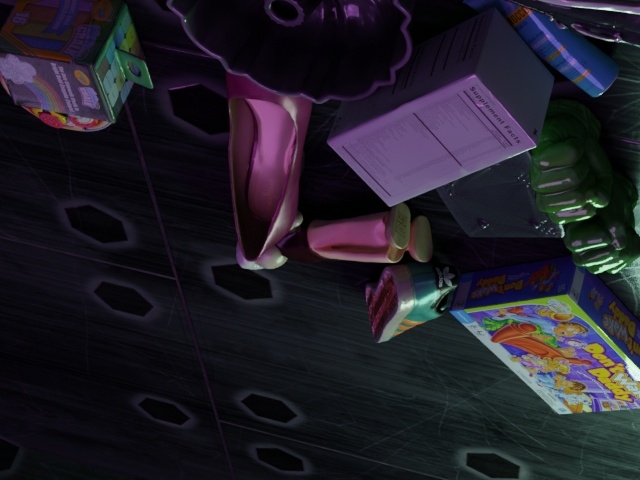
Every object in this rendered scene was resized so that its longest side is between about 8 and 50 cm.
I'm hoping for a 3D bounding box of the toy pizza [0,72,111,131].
[{"bbox_3d":[-0.422,-0.231,2.225,0.201,0.032,0.201,15,150,9],"label":"toy pizza"}]

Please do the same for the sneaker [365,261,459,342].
[{"bbox_3d":[0.153,0.103,2.353,0.121,0.108,0.302,-8,169,-11],"label":"sneaker"}]

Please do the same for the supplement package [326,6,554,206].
[{"bbox_3d":[0.154,-0.166,1.784,0.244,0.134,0.139,-22,125,39],"label":"supplement package"}]

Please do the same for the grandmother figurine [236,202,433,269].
[{"bbox_3d":[0.000,0.000,2.279,0.342,0.104,0.208,-7,148,37],"label":"grandmother figurine"}]

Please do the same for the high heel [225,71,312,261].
[{"bbox_3d":[-0.086,-0.130,2.041,0.127,0.181,0.377,10,149,17],"label":"high heel"}]

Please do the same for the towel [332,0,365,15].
[{"bbox_3d":[0.059,-0.295,1.858,0.083,0.009,0.060,7,147,20],"label":"towel"}]

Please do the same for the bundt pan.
[{"bbox_3d":[-0.026,-0.325,1.736,0.331,0.124,0.331,15,147,10],"label":"bundt pan"}]

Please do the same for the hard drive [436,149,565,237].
[{"bbox_3d":[0.242,-0.096,1.984,0.172,0.054,0.254,0,144,31],"label":"hard drive"}]

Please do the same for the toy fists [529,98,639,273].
[{"bbox_3d":[0.367,-0.062,1.924,0.096,0.142,0.279,-2,144,33],"label":"toy fists"}]

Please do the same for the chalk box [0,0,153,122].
[{"bbox_3d":[-0.340,-0.266,2.023,0.213,0.132,0.132,11,148,14],"label":"chalk box"}]

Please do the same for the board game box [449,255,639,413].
[{"bbox_3d":[0.411,0.165,2.333,0.233,0.078,0.347,-12,137,42],"label":"board game box"}]

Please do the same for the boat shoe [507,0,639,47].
[{"bbox_3d":[0.318,-0.278,1.629,0.303,0.114,0.091,15,144,10],"label":"boat shoe"}]

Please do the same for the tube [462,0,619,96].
[{"bbox_3d":[0.281,-0.260,1.754,0.207,0.052,0.080,34,141,-13],"label":"tube"}]
